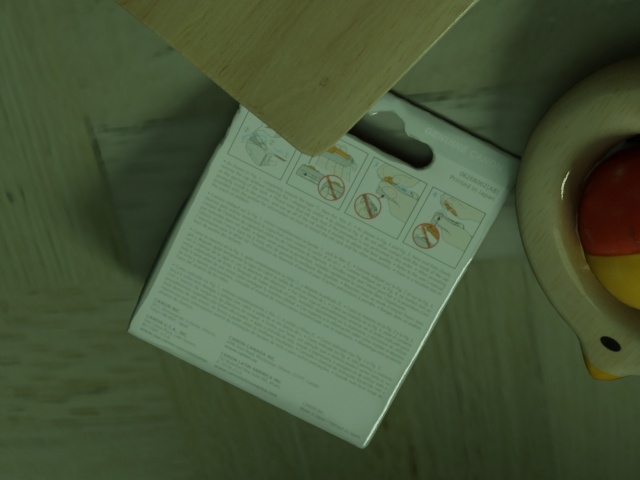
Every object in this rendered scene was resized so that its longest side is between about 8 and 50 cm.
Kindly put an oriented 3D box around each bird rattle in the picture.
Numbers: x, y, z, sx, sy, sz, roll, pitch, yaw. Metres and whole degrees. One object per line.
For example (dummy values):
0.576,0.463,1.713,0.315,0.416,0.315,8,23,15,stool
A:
0.177,-0.014,0.688,0.207,0.143,0.253,-11,117,38,bird rattle

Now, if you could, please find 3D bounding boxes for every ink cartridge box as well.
0.000,0.000,0.796,0.145,0.045,0.179,27,106,-4,ink cartridge box

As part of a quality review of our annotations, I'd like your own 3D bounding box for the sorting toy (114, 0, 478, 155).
-0.012,-0.210,0.624,0.255,0.089,0.257,39,122,-12,sorting toy
